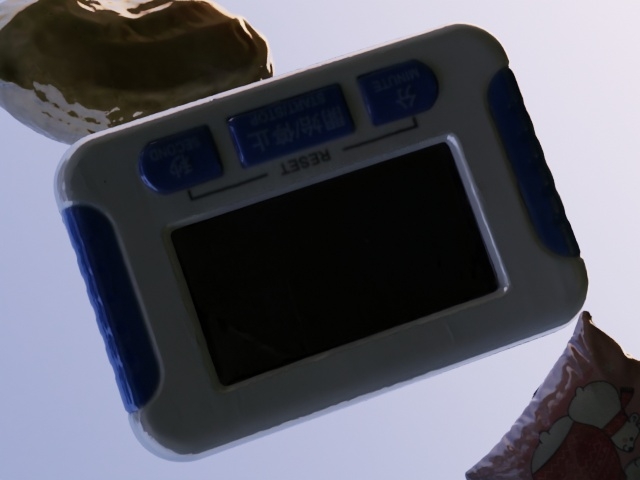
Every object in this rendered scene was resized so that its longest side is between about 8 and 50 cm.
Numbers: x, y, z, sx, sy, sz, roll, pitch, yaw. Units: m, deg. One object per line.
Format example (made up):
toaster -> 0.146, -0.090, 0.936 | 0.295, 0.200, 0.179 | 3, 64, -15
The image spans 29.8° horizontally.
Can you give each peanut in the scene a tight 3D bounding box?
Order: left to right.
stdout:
peanut -> -0.198, -0.179, 1.250 | 0.340, 0.158, 0.174 | -13, -90, -42

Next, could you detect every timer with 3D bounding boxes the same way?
timer -> 0.000, 0.000, 0.645 | 0.253, 0.078, 0.178 | -18, -95, -9

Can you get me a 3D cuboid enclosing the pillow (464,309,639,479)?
pillow -> 0.300, 0.227, 1.264 | 0.223, 0.236, 0.084 | 34, 176, 21
